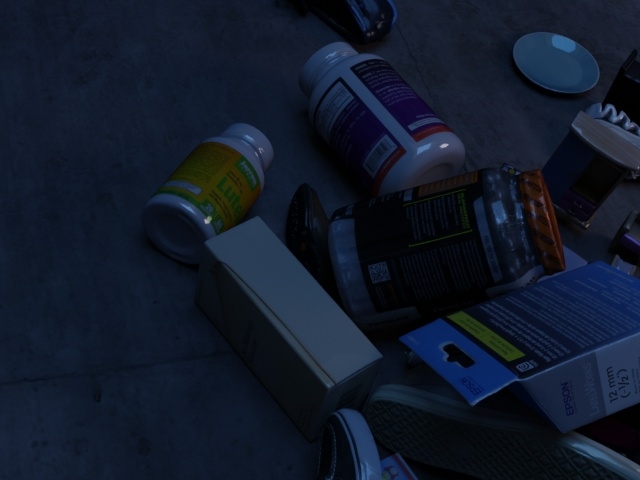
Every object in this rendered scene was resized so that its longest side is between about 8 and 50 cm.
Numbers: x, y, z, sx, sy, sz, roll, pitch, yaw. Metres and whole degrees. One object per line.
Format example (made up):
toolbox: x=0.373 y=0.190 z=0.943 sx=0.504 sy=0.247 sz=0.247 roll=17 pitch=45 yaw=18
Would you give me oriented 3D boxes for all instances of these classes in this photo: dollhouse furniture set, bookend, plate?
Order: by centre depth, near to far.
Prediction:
dollhouse furniture set: x=0.437 y=-0.010 z=1.928 sx=0.286 sy=0.198 sz=0.303 roll=34 pitch=56 yaw=5
bookend: x=0.642 y=-0.266 z=2.238 sx=0.156 sy=0.157 sz=0.072 roll=31 pitch=51 yaw=14
plate: x=0.488 y=-0.365 z=2.372 sx=0.188 sy=0.024 sz=0.188 roll=7 pitch=50 yaw=-9

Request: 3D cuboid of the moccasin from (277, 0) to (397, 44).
moccasin: x=-0.002 y=-0.522 z=2.311 sx=0.342 sy=0.138 sz=0.117 roll=34 pitch=55 yaw=16

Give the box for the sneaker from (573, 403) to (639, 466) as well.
sneaker: x=0.501 y=0.348 z=1.654 sx=0.482 sy=0.202 sz=0.185 roll=33 pitch=51 yaw=14

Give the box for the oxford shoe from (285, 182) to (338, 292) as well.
oxford shoe: x=0.000 y=0.000 z=1.919 sx=0.096 sy=0.083 sz=0.227 roll=11 pitch=48 yaw=-29

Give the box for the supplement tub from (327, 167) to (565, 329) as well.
supplement tub: x=0.198 y=0.008 z=1.778 sx=0.337 sy=0.207 sz=0.207 roll=-14 pitch=48 yaw=16

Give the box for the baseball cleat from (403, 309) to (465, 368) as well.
baseball cleat: x=0.229 y=0.155 z=1.838 sx=0.109 sy=0.072 sz=0.206 roll=40 pitch=56 yaw=11

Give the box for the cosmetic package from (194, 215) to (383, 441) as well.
cosmetic package: x=-0.055 y=0.132 z=1.729 sx=0.113 sy=0.160 sz=0.309 roll=-28 pitch=61 yaw=-31

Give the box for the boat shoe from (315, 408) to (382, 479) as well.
boat shoe: x=0.015 y=0.375 z=1.529 sx=0.119 sy=0.121 sz=0.335 roll=7 pitch=51 yaw=-14

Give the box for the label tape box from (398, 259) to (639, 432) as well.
label tape box: x=0.320 y=0.159 z=1.595 sx=0.347 sy=0.115 sz=0.249 roll=-21 pitch=20 yaw=-13

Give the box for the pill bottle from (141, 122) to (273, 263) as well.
pill bottle: x=-0.178 y=-0.087 z=1.896 sx=0.136 sy=0.136 sz=0.246 roll=27 pitch=50 yaw=9

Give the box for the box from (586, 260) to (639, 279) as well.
box: x=0.504 y=0.146 z=1.838 sx=0.232 sy=0.183 sz=0.059 roll=21 pitch=49 yaw=3

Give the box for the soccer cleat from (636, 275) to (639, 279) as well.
soccer cleat: x=0.623 y=0.153 z=1.945 sx=0.095 sy=0.083 sz=0.248 roll=-28 pitch=63 yaw=2

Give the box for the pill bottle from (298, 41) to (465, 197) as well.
pill bottle: x=0.101 y=-0.208 z=2.039 sx=0.181 sy=0.181 sz=0.323 roll=-22 pitch=59 yaw=-29

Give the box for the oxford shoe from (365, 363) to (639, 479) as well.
oxford shoe: x=0.283 y=0.285 z=1.640 sx=0.449 sy=0.169 sz=0.130 roll=17 pitch=38 yaw=27

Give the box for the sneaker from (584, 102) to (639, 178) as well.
sneaker: x=0.627 y=-0.157 z=2.188 sx=0.292 sy=0.110 sz=0.118 roll=22 pitch=56 yaw=16

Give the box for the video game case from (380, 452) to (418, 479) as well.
video game case: x=0.052 y=0.437 z=1.586 sx=0.285 sy=0.025 sz=0.204 roll=-21 pitch=58 yaw=-29

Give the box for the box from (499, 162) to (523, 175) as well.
box: x=0.348 y=-0.076 z=2.090 sx=0.094 sy=0.027 sz=0.137 roll=30 pitch=50 yaw=11
